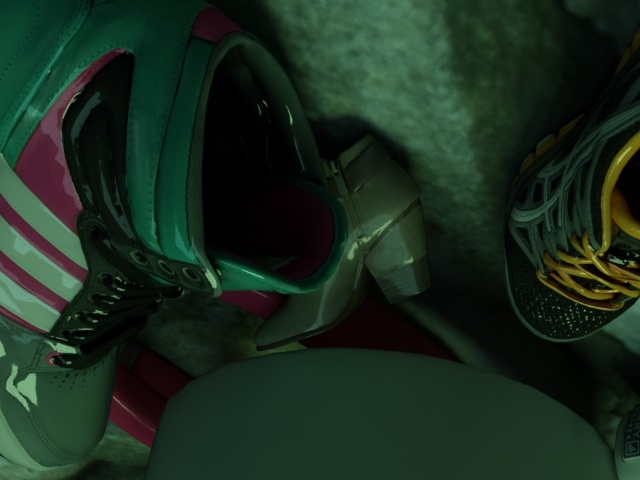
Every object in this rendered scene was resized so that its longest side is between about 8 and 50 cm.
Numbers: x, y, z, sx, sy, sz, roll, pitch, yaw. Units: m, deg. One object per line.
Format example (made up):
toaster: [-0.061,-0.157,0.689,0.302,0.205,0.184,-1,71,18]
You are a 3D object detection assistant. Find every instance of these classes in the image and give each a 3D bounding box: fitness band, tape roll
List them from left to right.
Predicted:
fitness band: [-0.029,0.093,0.691,0.290,0.054,0.209,35,136,-17]
tape roll: [0.031,0.177,0.635,0.286,0.100,0.286,6,144,5]

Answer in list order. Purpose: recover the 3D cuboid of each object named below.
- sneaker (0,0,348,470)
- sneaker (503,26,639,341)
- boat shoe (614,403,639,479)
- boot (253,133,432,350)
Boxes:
sneaker: [-0.079,0.009,0.524,0.178,0.124,0.296,17,123,20]
sneaker: [0.131,-0.012,0.475,0.084,0.083,0.215,18,141,1]
boat shoe: [0.289,0.193,0.626,0.102,0.108,0.301,-21,118,41]
boot: [0.000,0.000,0.560,0.118,0.042,0.087,-24,98,20]
